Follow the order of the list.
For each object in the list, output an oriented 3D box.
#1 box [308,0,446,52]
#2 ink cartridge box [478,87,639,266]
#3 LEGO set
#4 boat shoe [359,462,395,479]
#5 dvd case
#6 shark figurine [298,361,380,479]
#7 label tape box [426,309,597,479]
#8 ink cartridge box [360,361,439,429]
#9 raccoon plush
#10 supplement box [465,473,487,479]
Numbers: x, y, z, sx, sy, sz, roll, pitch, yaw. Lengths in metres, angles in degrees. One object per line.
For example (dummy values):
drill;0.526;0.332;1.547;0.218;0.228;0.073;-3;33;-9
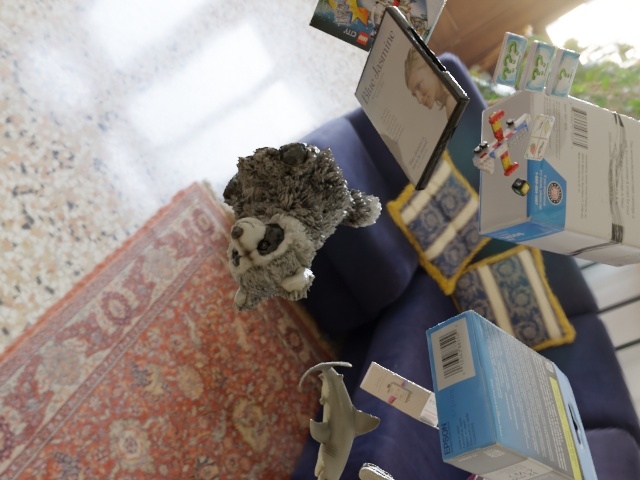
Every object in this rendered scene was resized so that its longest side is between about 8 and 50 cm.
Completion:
box;0.113;-0.455;1.408;0.233;0.159;0.044;27;19;8
ink cartridge box;0.540;-0.122;1.490;0.394;0.166;0.286;12;74;-23
LEGO set;0.331;-0.188;1.125;0.182;0.244;0.060;1;20;-37
boat shoe;0.143;0.536;1.568;0.125;0.046;0.038;28;16;7
dvd case;0.136;-0.230;1.140;0.022;0.180;0.253;-6;50;-26
shark figurine;0.046;0.302;1.267;0.166;0.116;0.278;-54;144;-61
label tape box;0.348;0.310;1.279;0.347;0.115;0.249;33;40;-36
ink cartridge box;0.200;0.346;1.555;0.067;0.198;0.115;-62;145;-6
raccoon plush;0.000;0.000;1.371;0.446;0.216;0.299;10;64;-36
supplement box;0.373;0.582;1.492;0.188;0.104;0.080;45;32;14
